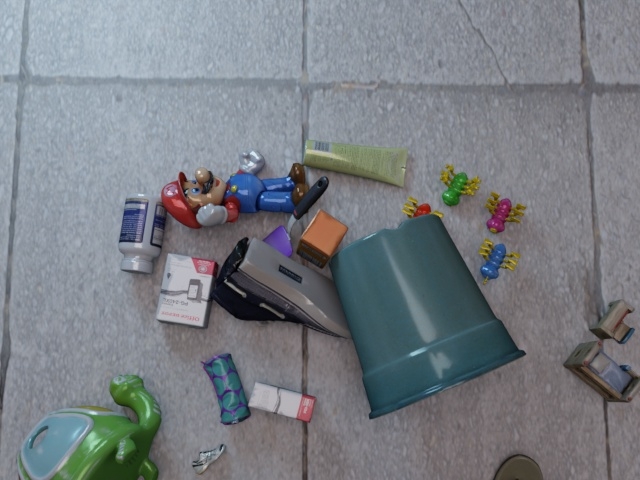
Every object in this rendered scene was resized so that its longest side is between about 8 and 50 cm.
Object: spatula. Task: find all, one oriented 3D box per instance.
[{"bbox_3d":[-0.055,-0.038,1.745,0.030,0.296,0.084,-2,56,-33],"label":"spatula"}]

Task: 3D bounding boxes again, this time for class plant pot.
[{"bbox_3d":[0.193,0.146,1.678,0.341,0.341,0.334,-22,78,-5],"label":"plant pot"}]

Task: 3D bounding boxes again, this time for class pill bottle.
[{"bbox_3d":[-0.395,-0.013,1.808,0.094,0.094,0.169,7,80,0],"label":"pill bottle"}]

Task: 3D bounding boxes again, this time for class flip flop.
[{"bbox_3d":[0.395,0.590,1.729,0.112,0.080,0.277,28,81,4],"label":"flip flop"}]

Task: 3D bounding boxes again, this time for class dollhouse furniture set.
[{"bbox_3d":[0.648,0.238,1.771,0.129,0.129,0.183,39,82,5],"label":"dollhouse furniture set"}]

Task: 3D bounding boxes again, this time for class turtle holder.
[{"bbox_3d":[-0.470,0.428,1.660,0.227,0.243,0.320,26,89,20],"label":"turtle holder"}]

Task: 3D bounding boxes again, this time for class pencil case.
[{"bbox_3d":[-0.204,0.323,1.770,0.070,0.064,0.151,-17,80,-16],"label":"pencil case"}]

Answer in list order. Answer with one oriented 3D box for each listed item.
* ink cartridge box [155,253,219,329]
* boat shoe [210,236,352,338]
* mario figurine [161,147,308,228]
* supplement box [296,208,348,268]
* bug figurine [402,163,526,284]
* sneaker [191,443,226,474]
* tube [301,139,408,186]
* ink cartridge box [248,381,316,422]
[{"bbox_3d":[-0.293,0.114,1.804,0.109,0.063,0.150,9,80,0],"label":"ink cartridge box"},{"bbox_3d":[-0.078,0.136,1.792,0.340,0.127,0.158,36,125,-14],"label":"boat shoe"},{"bbox_3d":[-0.188,-0.118,1.787,0.321,0.198,0.170,-6,93,-7],"label":"mario figurine"},{"bbox_3d":[0.000,0.000,1.745,0.080,0.233,0.078,32,82,-1],"label":"supplement box"},{"bbox_3d":[0.329,-0.039,1.841,0.279,0.072,0.216,30,75,9],"label":"bug figurine"},{"bbox_3d":[-0.242,0.464,1.761,0.083,0.032,0.037,-42,84,-8],"label":"sneaker"},{"bbox_3d":[0.079,-0.182,1.872,0.240,0.062,0.070,7,124,-5],"label":"tube"},{"bbox_3d":[-0.081,0.345,1.751,0.135,0.099,0.056,15,80,1],"label":"ink cartridge box"}]
